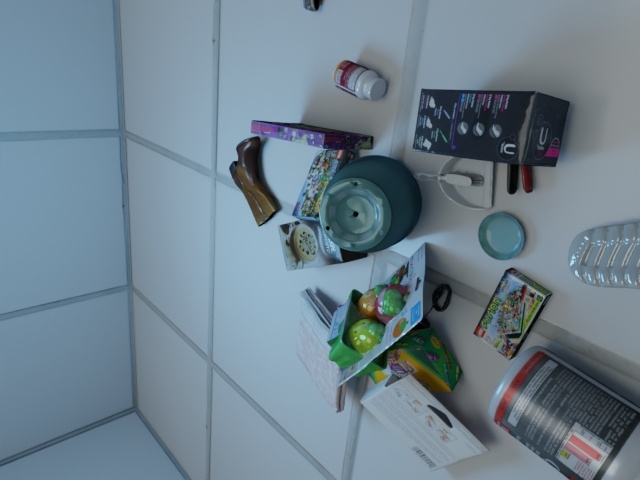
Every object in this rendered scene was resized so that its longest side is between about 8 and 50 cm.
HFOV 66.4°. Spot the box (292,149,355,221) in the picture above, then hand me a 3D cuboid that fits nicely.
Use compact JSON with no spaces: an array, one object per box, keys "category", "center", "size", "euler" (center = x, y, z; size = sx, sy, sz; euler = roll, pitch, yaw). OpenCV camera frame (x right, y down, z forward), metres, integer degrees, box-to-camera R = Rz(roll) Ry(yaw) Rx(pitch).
[{"category":"box","center":[0.008,-0.173,1.534],"size":[0.159,0.044,0.233],"euler":[8,75,55]}]

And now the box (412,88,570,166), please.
[{"category":"box","center":[0.361,-0.246,1.062],"size":[0.270,0.165,0.143],"euler":[20,109,46]}]

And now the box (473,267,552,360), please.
[{"category":"box","center":[0.471,0.184,1.212],"size":[0.114,0.036,0.207],"euler":[38,127,36]}]

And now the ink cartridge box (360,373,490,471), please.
[{"category":"ink cartridge box","center":[0.297,0.507,1.399],"size":[0.296,0.066,0.261],"euler":[44,135,3]}]

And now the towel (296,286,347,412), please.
[{"category":"towel","center":[-0.001,0.376,1.707],"size":[0.332,0.053,0.317],"euler":[-135,41,-53]}]

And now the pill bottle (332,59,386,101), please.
[{"category":"pill bottle","center":[0.112,-0.456,1.406],"size":[0.152,0.086,0.086],"euler":[39,127,35]}]

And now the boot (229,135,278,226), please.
[{"category":"boot","center":[-0.245,-0.224,1.867],"size":[0.264,0.096,0.280],"euler":[-43,69,45]}]

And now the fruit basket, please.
[{"category":"fruit basket","center":[0.162,0.196,1.351],"size":[0.165,0.327,0.353],"euler":[29,125,-7]}]

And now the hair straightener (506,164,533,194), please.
[{"category":"hair straightener","center":[0.434,-0.219,1.135],"size":[0.089,0.047,0.230],"euler":[-4,97,49]}]

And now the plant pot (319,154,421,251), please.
[{"category":"plant pot","center":[0.117,-0.083,1.296],"size":[0.271,0.255,0.272],"euler":[4,103,17]}]

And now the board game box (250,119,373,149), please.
[{"category":"board game box","center":[-0.033,-0.328,1.513],"size":[0.347,0.208,0.056],"euler":[22,116,43]}]

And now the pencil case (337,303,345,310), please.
[{"category":"pencil case","center":[0.103,0.312,1.625],"size":[0.086,0.088,0.206],"euler":[3,102,58]}]

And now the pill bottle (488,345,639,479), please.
[{"category":"pill bottle","center":[0.565,0.406,1.033],"size":[0.363,0.210,0.210],"euler":[34,124,38]}]

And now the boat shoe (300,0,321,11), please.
[{"category":"boat shoe","center":[-0.007,-0.787,1.475],"size":[0.066,0.066,0.183],"euler":[40,138,29]}]

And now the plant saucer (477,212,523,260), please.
[{"category":"plant saucer","center":[0.445,-0.011,1.200],"size":[0.119,0.021,0.119],"euler":[17,113,46]}]

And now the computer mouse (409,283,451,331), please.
[{"category":"computer mouse","center":[0.305,0.214,1.414],"size":[0.071,0.041,0.242],"euler":[43,123,17]}]

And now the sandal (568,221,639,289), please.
[{"category":"sandal","center":[0.674,0.036,0.905],"size":[0.416,0.102,0.169],"euler":[15,97,59]}]

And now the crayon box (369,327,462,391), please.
[{"category":"crayon box","center":[0.249,0.356,1.433],"size":[0.278,0.081,0.165],"euler":[-22,108,49]}]

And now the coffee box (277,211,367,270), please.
[{"category":"coffee box","center":[0.000,0.000,1.631],"size":[0.297,0.119,0.168],"euler":[-12,90,49]}]

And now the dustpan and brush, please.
[{"category":"dustpan and brush","center":[0.333,-0.159,1.253],"size":[0.211,0.060,0.147],"euler":[20,120,52]}]
